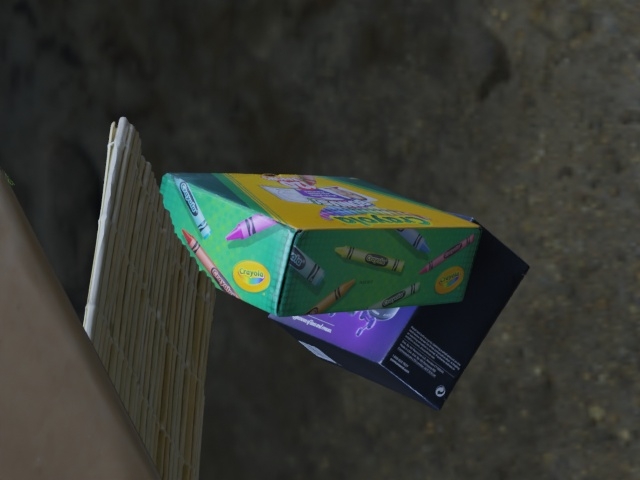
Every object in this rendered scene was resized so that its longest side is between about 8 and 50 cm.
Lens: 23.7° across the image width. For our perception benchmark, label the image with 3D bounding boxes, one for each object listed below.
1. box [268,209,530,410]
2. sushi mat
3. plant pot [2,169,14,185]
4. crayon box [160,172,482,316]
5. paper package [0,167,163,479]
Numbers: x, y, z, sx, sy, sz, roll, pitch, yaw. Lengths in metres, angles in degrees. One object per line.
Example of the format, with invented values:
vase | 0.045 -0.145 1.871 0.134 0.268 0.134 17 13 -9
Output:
box | 0.080 0.057 1.671 0.184 0.103 0.261 -55 28 -11
sushi mat | -0.091 0.085 0.802 0.019 0.151 0.317 -15 40 13
plant pot | -0.304 -0.053 1.230 0.079 0.083 0.083 -39 49 -8
crayon box | 0.000 0.000 1.405 0.165 0.278 0.081 23 105 37
paper package | -0.186 0.176 0.414 0.168 0.324 0.310 -9 109 55
